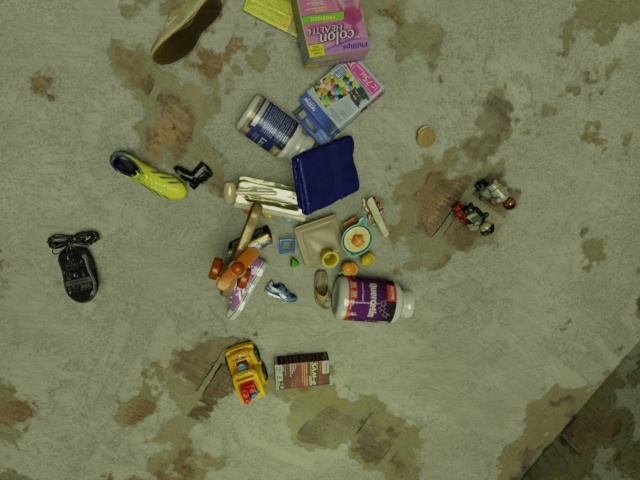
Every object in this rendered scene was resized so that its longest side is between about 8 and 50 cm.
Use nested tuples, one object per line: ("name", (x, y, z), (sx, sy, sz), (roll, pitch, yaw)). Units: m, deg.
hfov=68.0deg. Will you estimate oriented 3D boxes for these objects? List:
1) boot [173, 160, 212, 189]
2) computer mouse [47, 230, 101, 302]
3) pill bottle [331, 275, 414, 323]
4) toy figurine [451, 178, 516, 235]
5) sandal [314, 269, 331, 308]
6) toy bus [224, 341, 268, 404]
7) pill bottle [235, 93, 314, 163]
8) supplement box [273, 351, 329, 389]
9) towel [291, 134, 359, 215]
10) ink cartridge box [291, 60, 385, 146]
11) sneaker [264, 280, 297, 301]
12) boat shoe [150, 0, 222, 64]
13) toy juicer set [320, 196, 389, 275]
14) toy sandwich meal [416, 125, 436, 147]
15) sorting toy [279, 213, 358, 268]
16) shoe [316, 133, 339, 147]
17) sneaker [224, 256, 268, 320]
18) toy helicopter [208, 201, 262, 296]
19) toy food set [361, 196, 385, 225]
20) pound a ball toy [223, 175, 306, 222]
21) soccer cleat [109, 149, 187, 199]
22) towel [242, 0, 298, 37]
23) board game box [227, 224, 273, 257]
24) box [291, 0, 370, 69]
("boot", (-0.473, -0.258, 1.776), (0.099, 0.045, 0.121), (-40, 116, 7))
("computer mouse", (-0.915, 0.101, 1.816), (0.189, 0.072, 0.272), (-8, 97, -4))
("pill bottle", (0.217, 0.250, 1.977), (0.323, 0.181, 0.181), (6, 107, -11))
("toy figurine", (0.660, -0.133, 1.907), (0.209, 0.213, 0.148), (-44, 97, 2))
("sandal", (0.009, 0.212, 2.002), (0.072, 0.049, 0.180), (-8, 109, -6))
("toy bus", (-0.311, 0.570, 1.984), (0.150, 0.211, 0.220), (-17, 108, -1))
("pill bottle", (-0.161, -0.394, 1.723), (0.265, 0.153, 0.153), (33, 100, -17))
("supplement box", (-0.082, 0.574, 2.093), (0.240, 0.073, 0.130), (-4, 108, -8))
("towel", (0.018, -0.245, 1.756), (0.308, 0.076, 0.227), (-30, 119, -41))
("ink cartridge box", (0.060, -0.513, 1.735), (0.311, 0.065, 0.185), (-41, 85, 7))
("sneaker", (-0.158, 0.213, 1.975), (0.144, 0.053, 0.059), (22, 101, -16))
("boat shoe", (-0.467, -0.725, 1.604), (0.302, 0.109, 0.098), (-44, 69, 7))
("toy juicer set", (0.171, 0.014, 1.908), (0.209, 0.089, 0.329), (39, 97, -26))
("toy sandwich meal", (0.415, -0.409, 1.876), (0.086, 0.029, 0.085), (-4, 111, -12))
("sorting toy", (0.000, 0.000, 1.931), (0.348, 0.047, 0.196), (-19, 114, -7))
("shoe", (0.047, -0.434, 1.800), (0.077, 0.058, 0.219), (29, 98, 5))
("sneaker", (-0.346, 0.174, 1.914), (0.161, 0.102, 0.282), (27, 91, -13))
("toy helicopter", (-0.280, 0.036, 1.651), (0.140, 0.235, 0.355), (20, 103, -13))
("toy food set", (0.220, -0.127, 1.942), (0.078, 0.019, 0.122), (-20, 102, -2))
("pound a ball toy", (-0.205, -0.141, 1.769), (0.319, 0.208, 0.135), (10, 106, -13))
("soccer cleat", (-0.626, -0.225, 1.721), (0.289, 0.121, 0.093), (31, 100, -17))
("towel", (-0.146, -0.800, 1.666), (0.237, 0.021, 0.102), (21, 98, -14))
("board game box", (-0.272, 0.010, 1.843), (0.170, 0.141, 0.048), (-25, 110, 0))
("box", (0.032, -0.736, 1.620), (0.214, 0.117, 0.242), (-12, 93, -9))
